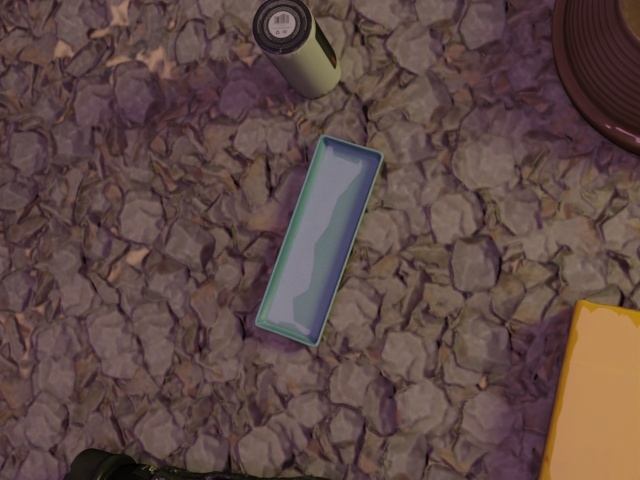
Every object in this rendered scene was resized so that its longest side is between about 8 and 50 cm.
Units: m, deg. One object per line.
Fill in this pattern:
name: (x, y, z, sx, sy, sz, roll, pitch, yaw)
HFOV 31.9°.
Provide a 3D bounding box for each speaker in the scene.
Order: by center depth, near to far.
speaker: (-0.020, -0.172, 1.014, 0.055, 0.136, 0.055, -2, 80, 12)

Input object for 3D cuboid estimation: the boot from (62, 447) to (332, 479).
boot: (-0.122, 0.361, 0.973, 0.260, 0.131, 0.348, 8, 84, 17)

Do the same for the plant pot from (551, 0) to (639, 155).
plant pot: (0.309, -0.190, 0.935, 0.237, 0.110, 0.237, -3, 81, 17)

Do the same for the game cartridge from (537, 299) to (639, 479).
game cartridge: (0.316, 0.233, 0.910, 0.285, 0.053, 0.323, 12, 89, 17)

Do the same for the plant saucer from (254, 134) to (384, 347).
plant saucer: (0.000, 0.000, 1.047, 0.067, 0.018, 0.192, 19, 89, 18)
